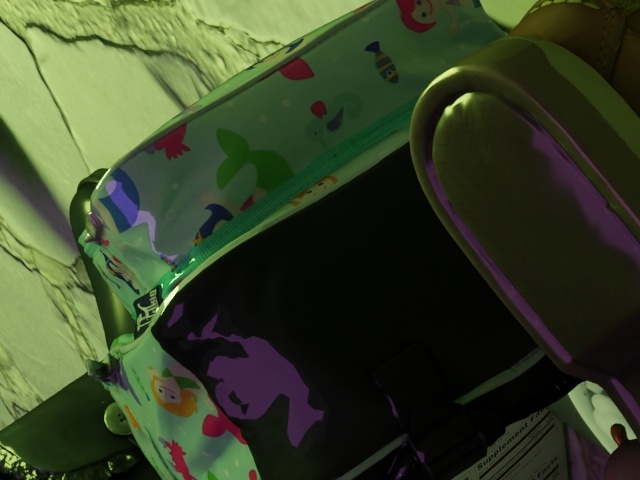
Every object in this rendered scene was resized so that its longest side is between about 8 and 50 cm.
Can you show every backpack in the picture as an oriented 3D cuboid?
[{"bbox_3d":[0.013,0.020,0.734,0.191,0.225,0.253,54,162,10],"label":"backpack"}]

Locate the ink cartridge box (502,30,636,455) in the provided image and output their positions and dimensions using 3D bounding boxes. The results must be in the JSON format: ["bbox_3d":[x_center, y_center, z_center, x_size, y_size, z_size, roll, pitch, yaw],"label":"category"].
[{"bbox_3d":[0.115,0.004,0.850,0.208,0.045,0.206,36,150,36],"label":"ink cartridge box"}]

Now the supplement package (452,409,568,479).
[{"bbox_3d":[0.029,0.134,1.041,0.194,0.149,0.203,33,149,37],"label":"supplement package"}]

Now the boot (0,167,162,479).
[{"bbox_3d":[-0.155,0.089,1.236,0.246,0.207,0.094,49,155,11],"label":"boot"}]

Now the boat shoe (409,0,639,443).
[{"bbox_3d":[0.160,0.048,0.551,0.307,0.104,0.111,57,148,-1],"label":"boat shoe"}]

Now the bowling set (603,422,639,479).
[{"bbox_3d":[0.238,0.179,0.695,0.200,0.154,0.287,-27,83,45],"label":"bowling set"}]
